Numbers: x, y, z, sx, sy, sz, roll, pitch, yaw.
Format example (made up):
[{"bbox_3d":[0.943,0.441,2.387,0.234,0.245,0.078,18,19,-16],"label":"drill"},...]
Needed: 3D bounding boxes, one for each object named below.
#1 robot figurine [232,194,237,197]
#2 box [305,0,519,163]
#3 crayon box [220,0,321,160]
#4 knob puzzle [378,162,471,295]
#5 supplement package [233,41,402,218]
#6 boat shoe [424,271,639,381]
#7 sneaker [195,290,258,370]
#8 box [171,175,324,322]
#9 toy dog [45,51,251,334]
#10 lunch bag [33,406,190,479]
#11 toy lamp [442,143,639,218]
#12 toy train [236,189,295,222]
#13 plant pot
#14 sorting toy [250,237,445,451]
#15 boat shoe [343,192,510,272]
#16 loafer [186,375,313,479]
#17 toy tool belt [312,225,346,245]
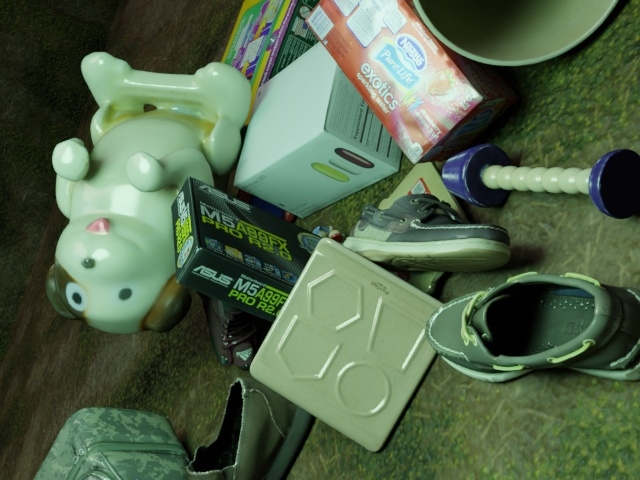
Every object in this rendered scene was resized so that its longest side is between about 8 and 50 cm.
[{"bbox_3d":[-0.165,-0.039,1.643,0.067,0.101,0.115,1,42,47],"label":"robot figurine"},{"bbox_3d":[0.118,-0.236,1.141,0.128,0.123,0.256,-45,72,32],"label":"box"},{"bbox_3d":[-0.109,-0.350,1.785,0.313,0.106,0.362,-5,63,60],"label":"crayon box"},{"bbox_3d":[0.119,0.009,1.166,0.213,0.030,0.213,-34,46,44],"label":"knob puzzle"},{"bbox_3d":[0.004,-0.183,1.406,0.262,0.145,0.203,-25,47,52],"label":"supplement package"},{"bbox_3d":[0.202,0.084,0.895,0.305,0.091,0.109,-9,60,58],"label":"boat shoe"},{"bbox_3d":[-0.116,0.126,1.382,0.281,0.107,0.162,168,89,-71],"label":"sneaker"},{"bbox_3d":[-0.069,0.031,1.204,0.060,0.270,0.216,-56,23,19],"label":"box"},{"bbox_3d":[-0.301,-0.048,1.423,0.395,0.285,0.407,100,-177,-56],"label":"toy dog"},{"bbox_3d":[-0.335,0.454,1.424,0.305,0.213,0.256,-57,45,16],"label":"lunch bag"},{"bbox_3d":[0.236,-0.069,0.985,0.275,0.080,0.080,13,79,59],"label":"toy lamp"},{"bbox_3d":[-0.111,-0.048,1.560,0.143,0.105,0.247,139,147,-61],"label":"toy train"},{"bbox_3d":[0.230,-0.382,1.112,0.256,0.257,0.274,-52,14,23],"label":"plant pot"},{"bbox_3d":[0.038,0.128,1.087,0.208,0.193,0.038,-62,-12,10],"label":"sorting toy"},{"bbox_3d":[0.119,-0.012,1.054,0.285,0.103,0.092,-4,74,63],"label":"boat shoe"},{"bbox_3d":[-0.142,0.344,1.239,0.134,0.130,0.365,15,81,62],"label":"loafer"},{"bbox_3d":[0.000,0.000,1.363,0.083,0.052,0.051,-47,40,31],"label":"toy tool belt"}]
